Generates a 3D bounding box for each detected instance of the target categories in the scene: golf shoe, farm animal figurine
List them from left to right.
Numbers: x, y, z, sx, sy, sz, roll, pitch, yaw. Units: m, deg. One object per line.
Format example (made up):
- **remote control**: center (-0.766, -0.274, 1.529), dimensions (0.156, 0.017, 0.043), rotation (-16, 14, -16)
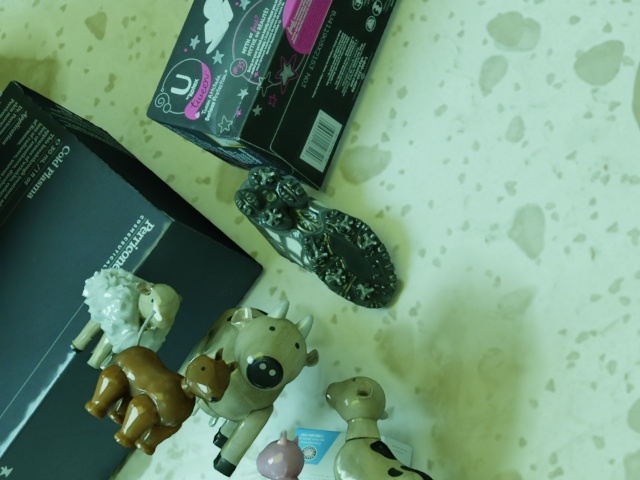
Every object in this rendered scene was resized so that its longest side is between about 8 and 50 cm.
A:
- **farm animal figurine**: center (-0.047, 0.141, 1.412), dimensions (0.172, 0.330, 0.327), rotation (-54, 24, 2)
- **golf shoe**: center (0.000, 0.000, 1.594), dimensions (0.198, 0.094, 0.077), rotation (42, 80, 10)

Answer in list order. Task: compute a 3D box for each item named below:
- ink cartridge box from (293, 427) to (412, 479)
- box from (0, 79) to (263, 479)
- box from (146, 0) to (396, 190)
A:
- **ink cartridge box**: center (0.019, 0.279, 1.484), dimensions (0.104, 0.061, 0.181), rotation (1, 73, 32)
- **box**: center (-0.297, 0.061, 1.677), dimensions (0.312, 0.179, 0.343), rotation (40, 96, 36)
- **box**: center (-0.047, -0.203, 1.632), dimensions (0.142, 0.163, 0.247), rotation (18, 83, 37)
